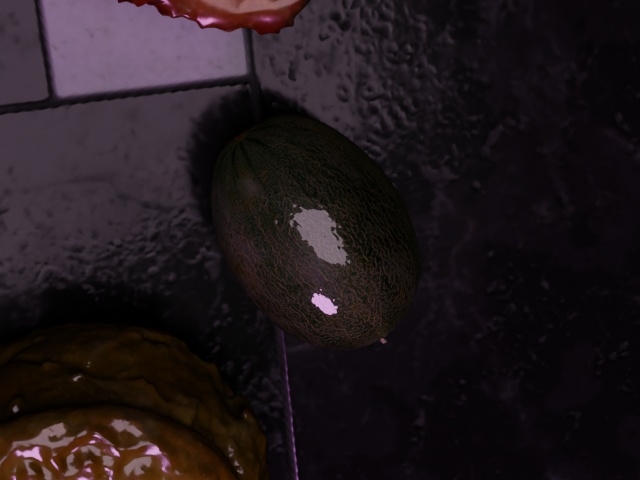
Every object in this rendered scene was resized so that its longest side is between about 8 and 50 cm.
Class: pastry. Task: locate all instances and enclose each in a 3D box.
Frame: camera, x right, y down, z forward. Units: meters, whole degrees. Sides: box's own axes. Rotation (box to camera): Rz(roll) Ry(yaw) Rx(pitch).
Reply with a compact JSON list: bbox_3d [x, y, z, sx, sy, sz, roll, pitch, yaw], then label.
[{"bbox_3d":[-0.143,0.172,0.723,0.240,0.132,0.235,-39,120,6],"label":"pastry"}]

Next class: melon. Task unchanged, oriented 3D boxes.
[{"bbox_3d":[0.000,0.000,0.707,0.114,0.114,0.167,-33,109,-3],"label":"melon"}]

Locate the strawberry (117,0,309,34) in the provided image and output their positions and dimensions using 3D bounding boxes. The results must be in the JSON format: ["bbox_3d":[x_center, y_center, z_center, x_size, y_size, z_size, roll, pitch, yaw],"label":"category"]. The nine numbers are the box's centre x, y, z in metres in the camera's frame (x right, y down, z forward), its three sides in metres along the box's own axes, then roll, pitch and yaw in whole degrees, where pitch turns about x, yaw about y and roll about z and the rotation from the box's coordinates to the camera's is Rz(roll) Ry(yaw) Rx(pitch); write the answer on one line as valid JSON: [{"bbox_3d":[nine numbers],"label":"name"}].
[{"bbox_3d":[-0.054,-0.190,0.653,0.192,0.085,0.140,-35,119,3],"label":"strawberry"}]
